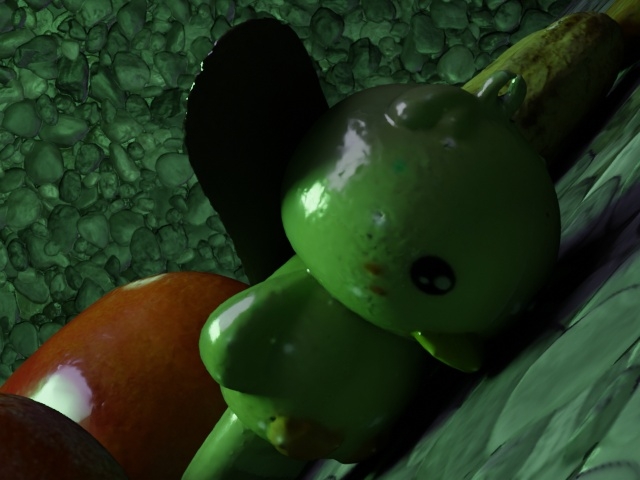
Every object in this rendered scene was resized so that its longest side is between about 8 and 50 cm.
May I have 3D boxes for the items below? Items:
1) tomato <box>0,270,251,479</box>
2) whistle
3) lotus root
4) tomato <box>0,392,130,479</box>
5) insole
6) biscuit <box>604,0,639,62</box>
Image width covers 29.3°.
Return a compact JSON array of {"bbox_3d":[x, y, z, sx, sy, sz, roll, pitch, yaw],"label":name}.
[{"bbox_3d":[-0.119,0.129,0.828,0.260,0.180,0.260,-40,6,5],"label":"tomato"},{"bbox_3d":[0.019,0.051,0.583,0.141,0.141,0.294,-53,-13,-77],"label":"whistle"},{"bbox_3d":[0.131,-0.079,0.875,0.258,0.097,0.110,-40,6,-20],"label":"lotus root"},{"bbox_3d":[-0.193,0.179,0.606,0.188,0.232,0.232,15,-50,-41],"label":"tomato"},{"bbox_3d":[0.000,0.000,0.653,0.111,0.007,0.328,-53,-32,-15],"label":"insole"},{"bbox_3d":[0.328,-0.257,0.985,0.318,0.040,0.318,-48,0,0],"label":"biscuit"}]
